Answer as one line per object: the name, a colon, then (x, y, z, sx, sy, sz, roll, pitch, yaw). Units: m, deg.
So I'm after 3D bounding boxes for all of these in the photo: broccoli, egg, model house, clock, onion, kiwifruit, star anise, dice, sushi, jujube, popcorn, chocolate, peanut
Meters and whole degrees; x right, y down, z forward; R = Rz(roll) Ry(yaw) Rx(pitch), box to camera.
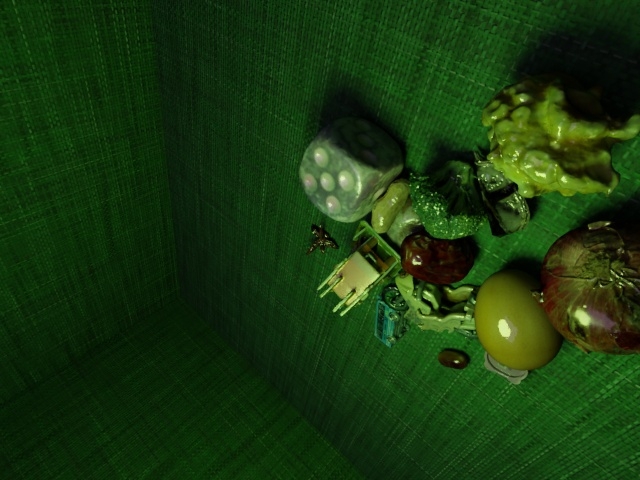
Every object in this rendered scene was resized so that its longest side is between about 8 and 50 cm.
broccoli: (0.400, -0.124, 1.268, 0.269, 0.261, 0.242, 24, 92, 39)
egg: (0.613, 0.245, 1.261, 0.250, 0.250, 0.323, -7, 101, 48)
model house: (0.117, 0.142, 1.597, 0.243, 0.312, 0.358, 49, 164, 11)
clock: (0.685, 0.451, 1.484, 0.152, 0.050, 0.110, 26, 132, 32)
onion: (0.713, 0.111, 0.998, 0.353, 0.353, 0.354, 26, 132, 32)
kiwifruit: (0.539, 0.485, 1.642, 0.124, 0.075, 0.075, -7, 110, 45)
star anise: (-0.004, -0.009, 1.823, 0.158, 0.144, 0.141, -2, 83, 15)
dice: (0.107, -0.249, 1.423, 0.271, 0.270, 0.270, 45, 139, 14)
sushi: (0.539, -0.149, 1.191, 0.109, 0.134, 0.273, -14, 86, 28)
jujube: (0.396, 0.057, 1.377, 0.242, 0.184, 0.184, 4, 128, -2)
popcorn: (0.548, -0.241, 0.971, 0.274, 0.279, 0.336, -42, 80, 10)
chocolate: (0.307, -0.025, 1.518, 0.185, 0.100, 0.303, 42, 142, 13)
peanut: (0.243, -0.120, 1.409, 0.099, 0.099, 0.214, 43, 116, 16)

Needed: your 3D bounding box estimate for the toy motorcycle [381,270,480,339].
toy motorcycle: (0.429, 0.231, 1.498, 0.409, 0.169, 0.237, 20, 140, 17)

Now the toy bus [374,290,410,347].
toy bus: (0.307, 0.334, 1.744, 0.134, 0.113, 0.247, 29, 136, 37)
